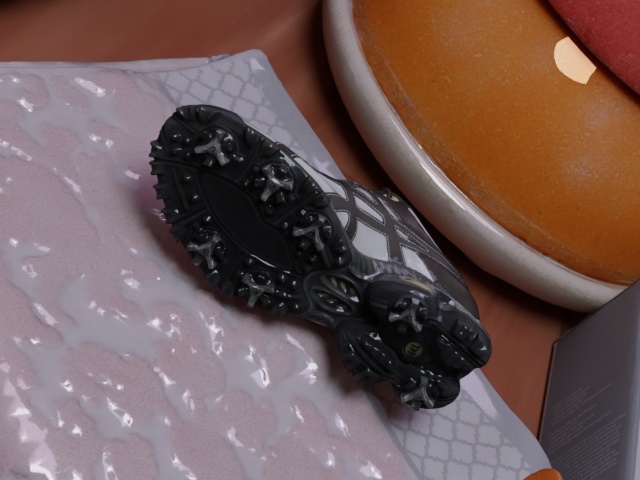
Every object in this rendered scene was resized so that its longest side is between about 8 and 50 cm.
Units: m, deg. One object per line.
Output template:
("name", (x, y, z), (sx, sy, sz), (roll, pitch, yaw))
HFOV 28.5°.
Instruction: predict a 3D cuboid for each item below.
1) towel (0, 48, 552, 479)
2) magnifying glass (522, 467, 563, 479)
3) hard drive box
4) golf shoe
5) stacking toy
("towel", (-0.059, 0.041, 0.627), (0.317, 0.053, 0.332), (-15, 66, -48))
("magnifying glass", (0.149, 0.211, 0.606), (0.231, 0.026, 0.092), (62, 15, -16))
("hard drive box", (0.220, 0.163, 0.742), (0.181, 0.089, 0.232), (38, 38, -10))
("golf shoe", (0.000, 0.000, 0.629), (0.198, 0.077, 0.094), (42, 25, -13))
("stacking toy", (0.257, -0.206, 0.798), (0.350, 0.480, 0.351), (24, 42, -24))
